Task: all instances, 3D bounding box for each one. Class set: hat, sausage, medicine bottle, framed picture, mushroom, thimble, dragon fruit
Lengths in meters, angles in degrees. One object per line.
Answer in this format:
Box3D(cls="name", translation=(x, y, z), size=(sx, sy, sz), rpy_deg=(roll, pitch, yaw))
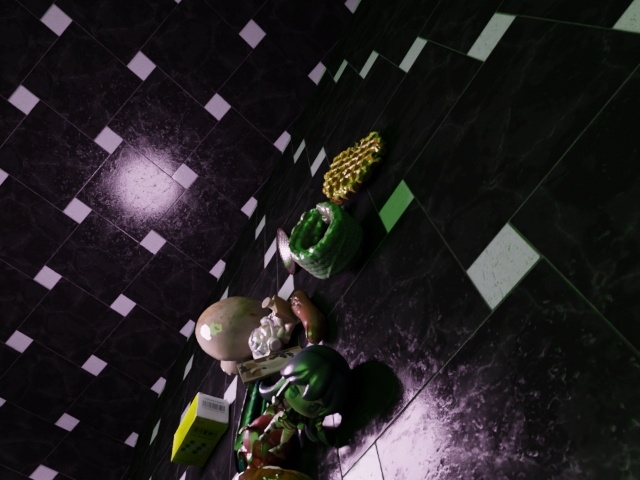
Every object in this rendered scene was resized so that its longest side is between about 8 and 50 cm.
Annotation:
Box3D(cls="hat", translation=(-0.102, 0.035, 1.839), size=(0.193, 0.082, 0.193), rpy_deg=(165, 90, -72))
Box3D(cls="sausage", translation=(-0.040, 0.227, 1.433), size=(0.078, 0.078, 0.304), rpy_deg=(-63, 20, 6))
Box3D(cls="medicine bottle", translation=(-0.463, 0.736, 1.813), size=(0.250, 0.137, 0.141), rpy_deg=(-60, 19, 16))
Box3D(cls="framed picture", translation=(-0.139, 0.364, 1.375), size=(0.136, 0.200, 0.010), rpy_deg=(-162, 59, -71))
Box3D(cls="mushroom", translation=(-0.311, 0.366, 1.770), size=(0.297, 0.297, 0.290), rpy_deg=(-118, 19, -67))
Box3D(cls="thimble", translation=(0.018, 0.000, 1.377), size=(0.219, 0.150, 0.219), rpy_deg=(-32, 37, 28))
Box3D(cls="dragon fruit", translation=(-0.122, 0.493, 1.215), size=(0.236, 0.135, 0.137), rpy_deg=(-54, -15, -30))

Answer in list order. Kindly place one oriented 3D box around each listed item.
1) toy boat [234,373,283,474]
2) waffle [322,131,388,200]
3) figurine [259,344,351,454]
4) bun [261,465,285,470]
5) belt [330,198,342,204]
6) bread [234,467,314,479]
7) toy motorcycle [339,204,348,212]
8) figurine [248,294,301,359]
Box3D(cls="toy boat", translation=(-0.152, 0.515, 1.325), size=(0.092, 0.134, 0.299), rpy_deg=(-10, 53, 27))
Box3D(cls="waffle", translation=(0.116, -0.255, 1.600), size=(0.283, 0.065, 0.309), rpy_deg=(-51, 26, 12))
Box3D(cls="figurine", translation=(-0.037, 0.367, 1.108), size=(0.265, 0.175, 0.197), rpy_deg=(-43, 22, 30))
Box3D(cls="bun", translation=(-0.108, 0.619, 1.072), size=(0.183, 0.102, 0.183), rpy_deg=(-28, 45, 32))
Box3D(cls="belt", translation=(0.066, -0.162, 1.694), size=(0.083, 0.036, 0.059), rpy_deg=(-39, 33, 52))
Box3D(cls="bread", translation=(-0.089, 0.581, 0.898), size=(0.269, 0.148, 0.270), rpy_deg=(-18, 55, 28))
Box3D(cls="toy motorcycle", translation=(-0.005, -0.003, 1.568), size=(0.239, 0.108, 0.204), rpy_deg=(-51, 23, 36))
Box3D(cls="figurine", translation=(-0.168, 0.307, 1.563), size=(0.237, 0.141, 0.162), rpy_deg=(-57, 25, 22))
